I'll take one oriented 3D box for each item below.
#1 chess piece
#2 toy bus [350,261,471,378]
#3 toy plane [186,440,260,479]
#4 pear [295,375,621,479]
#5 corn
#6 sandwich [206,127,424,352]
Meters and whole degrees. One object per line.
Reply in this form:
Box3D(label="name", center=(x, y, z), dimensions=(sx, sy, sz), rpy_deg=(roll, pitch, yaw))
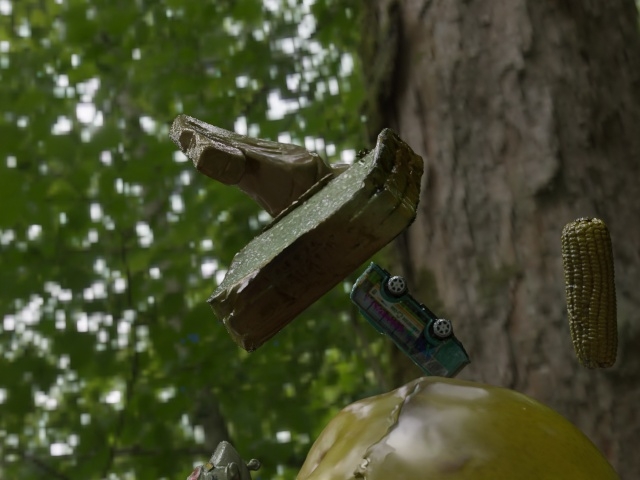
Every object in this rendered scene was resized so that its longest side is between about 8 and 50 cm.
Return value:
Box3D(label="chess piece", center=(-0.059, -0.084, 1.716), dimensions=(0.301, 0.137, 0.137), rpy_deg=(22, -40, -25))
Box3D(label="toy bus", center=(0.169, 0.155, 2.410), dimensions=(0.109, 0.261, 0.091), rpy_deg=(-47, -15, 2))
Box3D(label="toy plane", center=(-0.122, 0.351, 1.404), dimensions=(0.108, 0.286, 0.092), rpy_deg=(7, -33, -10))
Box3D(label="pear", center=(0.123, 0.258, 0.939), dimensions=(0.336, 0.285, 0.285), rpy_deg=(37, -49, -22))
Box3D(label="corn", center=(0.406, 0.080, 1.933), dimensions=(0.080, 0.231, 0.080), rpy_deg=(-4, -3, 0))
Box3D(label="sandwich", center=(0.001, 0.001, 1.433), dimensions=(0.251, 0.226, 0.087), rpy_deg=(-39, -82, 20))
